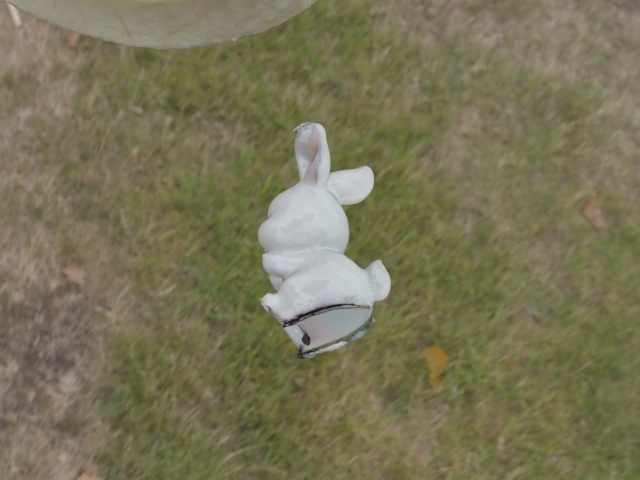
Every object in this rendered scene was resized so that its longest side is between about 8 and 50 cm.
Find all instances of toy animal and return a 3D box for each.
[{"bbox_3d":[-0.006,0.003,0.882,0.071,0.085,0.124,33,34,-51],"label":"toy animal"}]

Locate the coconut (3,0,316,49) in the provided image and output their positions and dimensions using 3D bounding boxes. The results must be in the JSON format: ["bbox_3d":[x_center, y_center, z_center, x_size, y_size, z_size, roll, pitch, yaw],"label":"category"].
[{"bbox_3d":[-0.063,-0.201,0.610,0.241,0.241,0.241,8,63,-17],"label":"coconut"}]
